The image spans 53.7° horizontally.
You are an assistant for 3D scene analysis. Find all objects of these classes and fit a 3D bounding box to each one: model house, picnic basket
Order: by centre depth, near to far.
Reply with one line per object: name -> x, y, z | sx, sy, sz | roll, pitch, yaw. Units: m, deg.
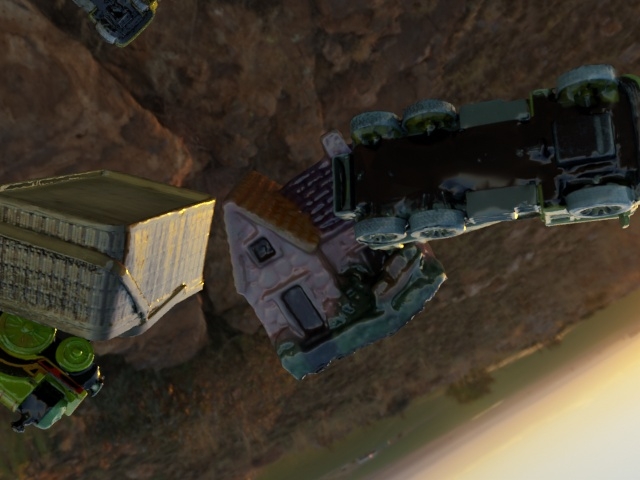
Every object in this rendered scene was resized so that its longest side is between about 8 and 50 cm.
model house -> 0.000, 0.000, 0.802 | 0.236, 0.237, 0.202 | -30, -168, 16
picnic basket -> -0.320, 0.014, 0.923 | 0.313, 0.227, 0.175 | -37, 140, -72

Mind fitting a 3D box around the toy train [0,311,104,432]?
toy train -> -0.467, 0.158, 0.930 | 0.100, 0.296, 0.161 | -43, -170, 46

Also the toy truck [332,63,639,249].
toy truck -> 0.109, -0.039, 0.416 | 0.191, 0.085, 0.116 | -8, 167, 20

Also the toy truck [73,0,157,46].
toy truck -> -0.452, -0.535, 1.265 | 0.124, 0.157, 0.272 | -35, 117, 21
